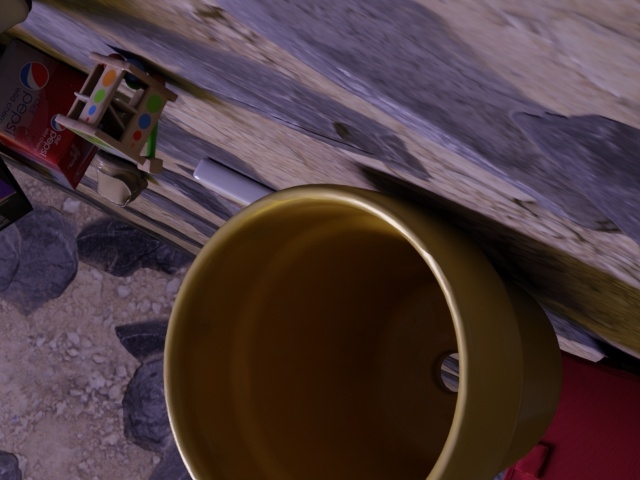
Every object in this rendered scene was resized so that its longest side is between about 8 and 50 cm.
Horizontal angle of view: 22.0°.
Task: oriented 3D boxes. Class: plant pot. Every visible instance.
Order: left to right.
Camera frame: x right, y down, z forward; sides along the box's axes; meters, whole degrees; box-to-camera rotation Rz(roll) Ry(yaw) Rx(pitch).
[{"bbox_3d":[0.054,0.096,1.206,0.254,0.254,0.239,25,-172,32],"label":"plant pot"}]

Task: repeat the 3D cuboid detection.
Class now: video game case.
[{"bbox_3d":[0.000,0.000,1.608,0.227,0.026,0.206,27,174,15],"label":"video game case"}]

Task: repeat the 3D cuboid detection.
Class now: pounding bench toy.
[{"bbox_3d":[-0.136,-0.093,1.204,0.052,0.065,0.083,22,172,45],"label":"pounding bench toy"}]

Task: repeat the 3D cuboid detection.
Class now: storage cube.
[{"bbox_3d":[0.267,0.220,1.403,0.193,0.215,0.183,19,171,20],"label":"storage cube"}]

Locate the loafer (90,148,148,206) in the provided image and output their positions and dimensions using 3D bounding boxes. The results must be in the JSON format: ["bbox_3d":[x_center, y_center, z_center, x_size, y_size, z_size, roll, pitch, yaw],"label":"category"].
[{"bbox_3d":[-0.252,-0.073,2.053,0.056,0.050,0.148,26,175,15],"label":"loafer"}]

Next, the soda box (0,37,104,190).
[{"bbox_3d":[-0.255,-0.111,1.540,0.092,0.083,0.263,28,175,-3],"label":"soda box"}]

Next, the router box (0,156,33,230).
[{"bbox_3d":[-0.390,-0.118,1.635,0.243,0.081,0.309,57,173,-3],"label":"router box"}]

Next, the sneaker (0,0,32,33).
[{"bbox_3d":[-0.299,-0.097,0.957,0.169,0.257,0.447,28,174,3],"label":"sneaker"}]
